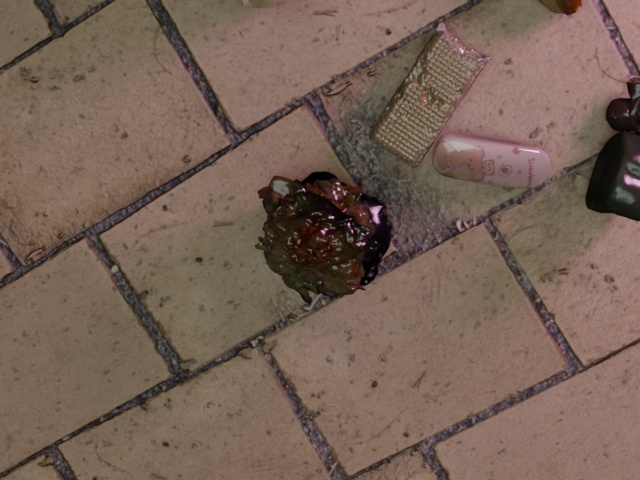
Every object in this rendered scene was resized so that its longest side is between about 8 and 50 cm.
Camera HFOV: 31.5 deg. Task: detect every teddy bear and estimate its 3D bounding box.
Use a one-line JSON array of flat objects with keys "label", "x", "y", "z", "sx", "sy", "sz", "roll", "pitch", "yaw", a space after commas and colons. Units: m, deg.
[{"label": "teddy bear", "x": 0.558, "y": -0.221, "z": 1.893, "sx": 0.160, "sy": 0.078, "sz": 0.119, "roll": -18, "pitch": 104, "yaw": 12}]

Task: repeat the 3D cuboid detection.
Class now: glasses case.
[{"label": "glasses case", "x": 0.293, "y": -0.137, "z": 1.959, "sx": 0.204, "sy": 0.051, "sz": 0.081, "roll": 7, "pitch": 113, "yaw": -5}]

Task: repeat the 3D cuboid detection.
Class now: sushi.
[{"label": "sushi", "x": -0.001, "y": 0.001, "z": 1.970, "sx": 0.238, "sy": 0.219, "sz": 0.225, "roll": 5, "pitch": 101, "yaw": 8}]

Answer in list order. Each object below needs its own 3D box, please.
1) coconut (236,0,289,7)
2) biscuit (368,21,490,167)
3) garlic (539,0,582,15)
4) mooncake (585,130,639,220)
[{"label": "coconut", "x": -0.092, "y": -0.497, "z": 1.844, "sx": 0.239, "sy": 0.244, "sz": 0.239, "roll": 3, "pitch": 105, "yaw": 10}, {"label": "biscuit", "x": 0.184, "y": -0.247, "z": 1.956, "sx": 0.108, "sy": 0.062, "sz": 0.239, "roll": 33, "pitch": 106, "yaw": 0}, {"label": "garlic", "x": 0.399, "y": -0.477, "z": 1.836, "sx": 0.128, "sy": 0.115, "sz": 0.207, "roll": 27, "pitch": 104, "yaw": 8}, {"label": "mooncake", "x": 0.506, "y": -0.093, "z": 1.882, "sx": 0.104, "sy": 0.175, "sz": 0.168, "roll": 25, "pitch": 126, "yaw": -3}]
